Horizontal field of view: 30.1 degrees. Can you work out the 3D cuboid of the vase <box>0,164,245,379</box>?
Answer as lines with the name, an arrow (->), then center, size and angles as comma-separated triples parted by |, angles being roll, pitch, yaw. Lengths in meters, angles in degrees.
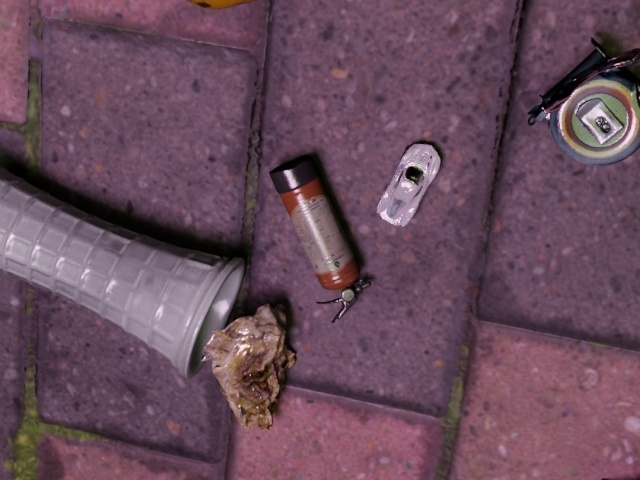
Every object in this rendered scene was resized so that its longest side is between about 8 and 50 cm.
vase -> -0.244, 0.024, 1.279 | 0.299, 0.143, 0.143 | 24, 114, 8

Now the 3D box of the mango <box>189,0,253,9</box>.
mango -> -0.010, -0.331, 1.076 | 0.329, 0.175, 0.176 | -21, 128, 2

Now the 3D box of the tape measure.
tape measure -> 0.259, -0.114, 1.083 | 0.107, 0.180, 0.104 | 44, 98, -4

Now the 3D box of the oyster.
oyster -> -0.067, 0.136, 1.297 | 0.053, 0.108, 0.166 | 30, 149, 32

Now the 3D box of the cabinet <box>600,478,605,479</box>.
cabinet -> 0.393, 0.402, 1.161 | 0.227, 0.318, 0.290 | -22, 103, 22

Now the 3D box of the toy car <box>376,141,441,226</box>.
toy car -> 0.091, -0.058, 1.219 | 0.041, 0.025, 0.093 | 26, 114, 2

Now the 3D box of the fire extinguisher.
fire extinguisher -> 0.000, 0.000, 1.250 | 0.062, 0.050, 0.177 | -23, 103, 1
